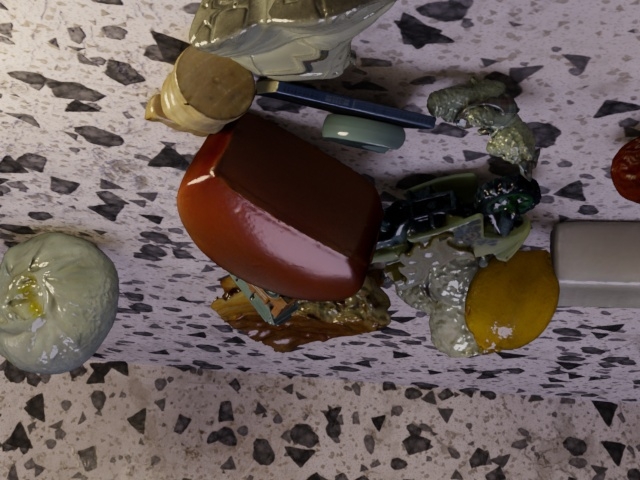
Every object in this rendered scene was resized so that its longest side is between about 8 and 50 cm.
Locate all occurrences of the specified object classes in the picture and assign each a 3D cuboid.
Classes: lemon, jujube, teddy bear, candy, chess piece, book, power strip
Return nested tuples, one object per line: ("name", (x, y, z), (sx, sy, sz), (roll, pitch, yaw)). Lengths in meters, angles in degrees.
("lemon", (0.398, 0.124, 2.146), (0.188, 0.257, 0.188), (35, 173, 5))
("jujube", (0.621, -0.122, 1.747), (0.190, 0.190, 0.255), (20, 161, -34))
("teddy bear", (0.286, -0.202, 1.684), (0.213, 0.111, 0.133), (34, -164, 8))
("candy", (0.122, 0.093, 2.591), (0.182, 0.046, 0.053), (4, 163, 17))
("chess piece", (-0.210, -0.233, 1.740), (0.137, 0.137, 0.301), (12, 169, -17))
("teddy bear", (0.333, 0.074, 2.387), (0.327, 0.362, 0.375), (-7, -167, 14))
("candy", (0.677, 0.059, 2.236), (0.358, 0.145, 0.208), (2, 159, 10))
("book", (0.036, -0.223, 1.700), (0.269, 0.025, 0.191), (11, -175, -16))
("power strip", (0.070, -0.186, 1.793), (0.137, 0.044, 0.216), (11, -178, -6))

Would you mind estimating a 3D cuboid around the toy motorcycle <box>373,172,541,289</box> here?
("toy motorcycle", (0.248, -0.028, 2.065), (0.410, 0.169, 0.237), (-12, 146, 17))

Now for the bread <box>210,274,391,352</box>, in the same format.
("bread", (-0.042, 0.129, 2.525), (0.370, 0.192, 0.314), (-15, 146, 31))

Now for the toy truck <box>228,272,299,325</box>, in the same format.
("toy truck", (-0.160, 0.012, 2.117), (0.338, 0.133, 0.184), (46, 144, 10))

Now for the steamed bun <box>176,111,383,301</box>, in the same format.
("steamed bun", (-0.083, -0.042, 1.911), (0.379, 0.235, 0.248), (30, 144, -12))

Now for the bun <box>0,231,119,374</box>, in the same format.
("bun", (-0.668, 0.147, 2.502), (0.361, 0.362, 0.211), (-2, 161, 17))

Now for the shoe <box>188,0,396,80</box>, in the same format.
("shoe", (-0.002, -0.311, 1.462), (0.342, 0.132, 0.210), (-7, 160, 39))
